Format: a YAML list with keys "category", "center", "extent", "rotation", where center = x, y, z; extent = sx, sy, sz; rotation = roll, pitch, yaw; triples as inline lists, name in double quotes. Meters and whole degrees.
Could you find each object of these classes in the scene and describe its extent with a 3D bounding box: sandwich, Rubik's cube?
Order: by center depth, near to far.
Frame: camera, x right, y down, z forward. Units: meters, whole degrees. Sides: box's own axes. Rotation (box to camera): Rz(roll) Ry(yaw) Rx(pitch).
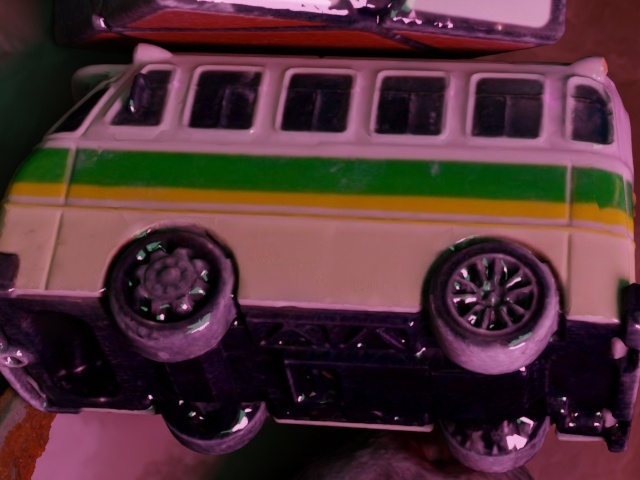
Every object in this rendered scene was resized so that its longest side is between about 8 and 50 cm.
- category: "Rubik's cube"
  center: [-0.010, -0.197, 0.785]
  extent: [0.207, 0.205, 0.205]
  rotation: [1, 91, -20]
- category: "sandwich"
  center: [-0.164, 0.127, 0.802]
  extent: [0.067, 0.029, 0.135]
  rotation: [25, 56, -53]

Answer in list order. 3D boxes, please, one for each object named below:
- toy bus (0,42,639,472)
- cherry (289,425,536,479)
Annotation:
- category: "toy bus"
  center: [0.000, 0.000, 0.767]
  extent: [0.305, 0.143, 0.179]
  rotation: [2, 61, 9]
- category: "cherry"
  center: [0.043, 0.187, 0.833]
  extent: [0.195, 0.195, 0.195]
  rotation: [-1, 92, -22]
